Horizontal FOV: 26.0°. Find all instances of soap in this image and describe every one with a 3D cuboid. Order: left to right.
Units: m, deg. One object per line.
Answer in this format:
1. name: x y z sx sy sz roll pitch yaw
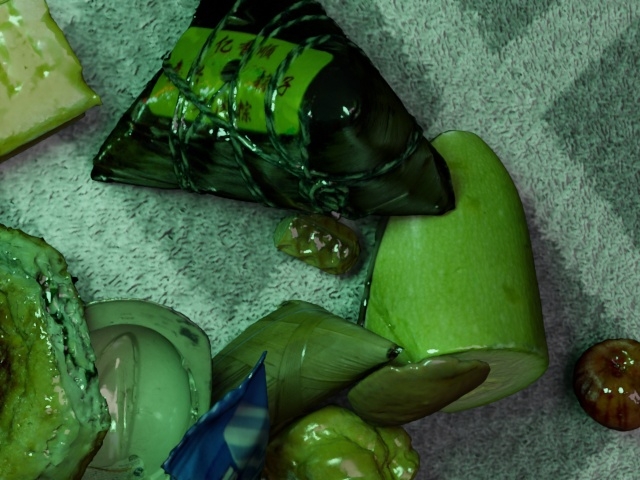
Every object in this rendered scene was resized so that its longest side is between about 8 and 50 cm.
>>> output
1. soap: -0.419 -0.185 1.479 0.281 0.143 0.259 -32 101 -14

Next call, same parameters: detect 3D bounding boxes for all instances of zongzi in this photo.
1. zongzi: -0.041 -0.205 1.585 0.319 0.383 0.362 45 58 -64
2. zongzi: -0.040 0.169 1.584 0.228 0.256 0.115 -39 113 -17

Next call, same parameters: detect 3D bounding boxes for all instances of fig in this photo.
1. fig: 0.398 0.192 1.856 0.128 0.150 0.128 0 85 3

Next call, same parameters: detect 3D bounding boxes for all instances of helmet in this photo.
1. helmet: -0.227 0.161 1.555 0.204 0.137 0.257 18 105 -14

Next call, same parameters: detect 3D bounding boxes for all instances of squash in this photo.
1. squash: 0.155 0.027 1.722 0.234 0.210 0.309 17 53 -45

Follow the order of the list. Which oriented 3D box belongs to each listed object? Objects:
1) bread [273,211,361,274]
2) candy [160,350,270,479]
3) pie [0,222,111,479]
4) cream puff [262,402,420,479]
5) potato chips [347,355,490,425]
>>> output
1. bread: 0.000 0.000 1.700 0.110 0.060 0.066 25 54 -21
2. candy: -0.116 0.274 1.529 0.077 0.331 0.187 28 51 16
3. pie: -0.367 0.146 1.453 0.103 0.288 0.354 -3 78 -66
4. cream puff: 0.041 0.292 1.668 0.195 0.195 0.221 -21 104 -21
5. potato chips: 0.110 0.175 1.571 0.150 0.201 0.049 -4 67 -28
